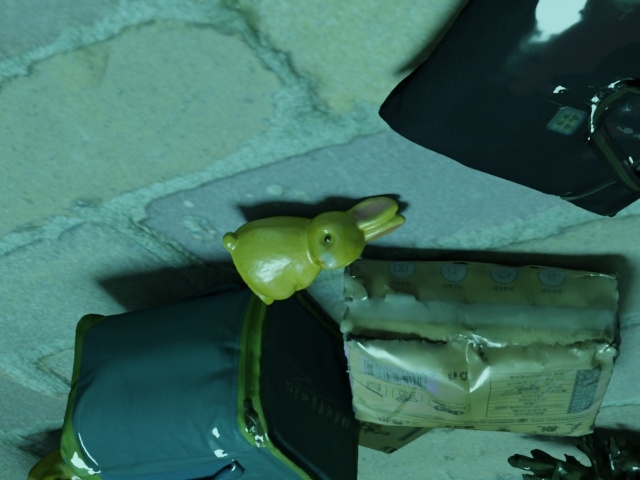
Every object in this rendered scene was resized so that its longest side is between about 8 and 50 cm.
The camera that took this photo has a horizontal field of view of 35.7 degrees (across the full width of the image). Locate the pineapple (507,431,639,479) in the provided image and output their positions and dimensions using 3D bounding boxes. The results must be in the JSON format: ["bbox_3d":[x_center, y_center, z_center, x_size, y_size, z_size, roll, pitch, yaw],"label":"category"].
[{"bbox_3d":[0.400,0.304,1.199,0.341,0.169,0.169,20,147,3],"label":"pineapple"}]

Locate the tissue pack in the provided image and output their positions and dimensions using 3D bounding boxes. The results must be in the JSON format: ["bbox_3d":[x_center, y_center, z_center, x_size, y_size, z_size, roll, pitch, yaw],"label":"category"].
[{"bbox_3d":[0.153,0.113,0.973,0.257,0.123,0.215,4,149,9],"label":"tissue pack"}]

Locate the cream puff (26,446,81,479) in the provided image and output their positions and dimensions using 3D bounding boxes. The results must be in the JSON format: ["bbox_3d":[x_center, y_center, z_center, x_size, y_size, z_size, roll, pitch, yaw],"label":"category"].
[{"bbox_3d":[-0.306,0.434,1.485,0.325,0.291,0.257,-2,178,-8],"label":"cream puff"}]

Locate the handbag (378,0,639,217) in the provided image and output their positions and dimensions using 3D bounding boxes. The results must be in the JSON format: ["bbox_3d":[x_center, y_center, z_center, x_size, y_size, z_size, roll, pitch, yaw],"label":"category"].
[{"bbox_3d":[0.183,-0.111,0.655,0.211,0.088,0.254,24,146,-12],"label":"handbag"}]

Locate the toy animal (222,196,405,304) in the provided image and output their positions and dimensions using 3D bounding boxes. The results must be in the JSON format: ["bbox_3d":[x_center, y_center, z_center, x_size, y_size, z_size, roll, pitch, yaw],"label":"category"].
[{"bbox_3d":[-0.002,0.000,0.892,0.159,0.070,0.083,-16,138,26],"label":"toy animal"}]

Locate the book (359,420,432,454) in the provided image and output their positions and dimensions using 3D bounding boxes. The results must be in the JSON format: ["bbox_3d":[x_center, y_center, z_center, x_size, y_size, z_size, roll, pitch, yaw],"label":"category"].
[{"bbox_3d":[0.033,0.222,1.264,0.199,0.016,0.138,20,146,-17],"label":"book"}]

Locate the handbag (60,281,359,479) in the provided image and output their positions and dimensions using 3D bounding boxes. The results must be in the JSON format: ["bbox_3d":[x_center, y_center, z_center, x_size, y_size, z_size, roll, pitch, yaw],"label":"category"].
[{"bbox_3d":[-0.107,0.172,1.041,0.241,0.222,0.263,-11,143,20],"label":"handbag"}]
